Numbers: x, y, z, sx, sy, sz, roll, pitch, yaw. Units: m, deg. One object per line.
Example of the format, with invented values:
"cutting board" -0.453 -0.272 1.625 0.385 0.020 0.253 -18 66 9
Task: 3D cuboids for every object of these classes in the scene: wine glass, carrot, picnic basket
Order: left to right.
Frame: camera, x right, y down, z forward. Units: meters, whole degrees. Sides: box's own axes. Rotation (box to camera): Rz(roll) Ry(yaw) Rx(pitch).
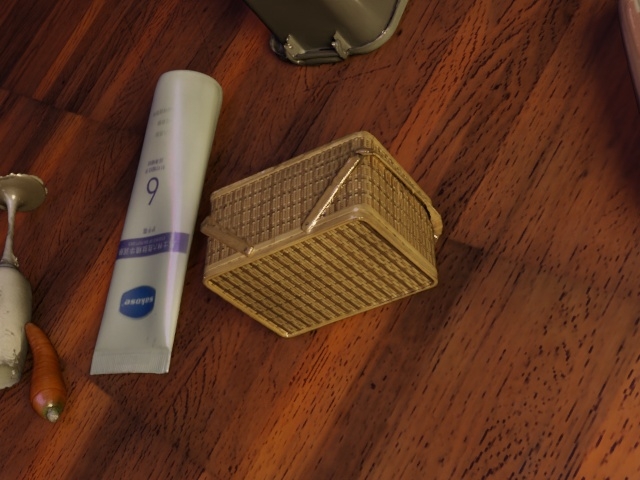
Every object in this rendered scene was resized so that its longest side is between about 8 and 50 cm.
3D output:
"wine glass" -0.344 0.045 1.013 0.074 0.074 0.262 -28 49 24
"carrot" -0.274 0.130 0.916 0.035 0.035 0.142 -43 40 10
"picnic basket" 0.000 0.000 0.701 0.164 0.115 0.079 -22 48 29

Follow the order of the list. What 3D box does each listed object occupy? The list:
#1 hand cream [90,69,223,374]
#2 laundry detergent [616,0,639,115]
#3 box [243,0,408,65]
"hand cream" -0.154 -0.023 0.915 0.109 0.067 0.320 -7 66 37
"laundry detergent" 0.278 -0.087 0.543 0.171 0.076 0.237 -24 49 28
"box" 0.009 -0.306 0.887 0.163 0.135 0.243 8 68 44
